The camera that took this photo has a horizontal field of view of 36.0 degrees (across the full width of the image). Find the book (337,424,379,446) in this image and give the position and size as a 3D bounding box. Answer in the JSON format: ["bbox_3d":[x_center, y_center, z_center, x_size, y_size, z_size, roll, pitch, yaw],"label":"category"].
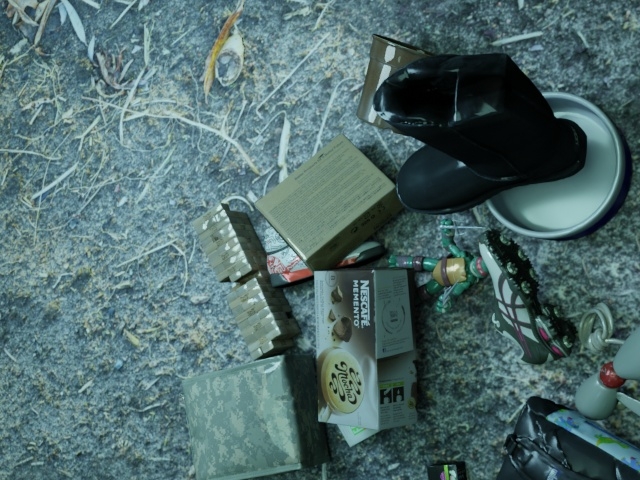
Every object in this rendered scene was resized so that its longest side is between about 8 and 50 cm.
[{"bbox_3d":[0.098,0.342,1.990,0.144,0.035,0.096,-34,74,21],"label":"book"}]

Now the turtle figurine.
[{"bbox_3d":[0.241,0.061,1.884,0.234,0.118,0.175,-18,62,42],"label":"turtle figurine"}]

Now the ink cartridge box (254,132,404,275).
[{"bbox_3d":[0.018,-0.071,1.973,0.234,0.088,0.193,-39,55,-3],"label":"ink cartridge box"}]

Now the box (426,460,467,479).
[{"bbox_3d":[0.245,0.468,1.884,0.062,0.052,0.083,-11,82,27],"label":"box"}]

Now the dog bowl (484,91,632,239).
[{"bbox_3d":[0.428,-0.131,1.801,0.264,0.104,0.265,-3,84,29],"label":"dog bowl"}]

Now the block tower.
[{"bbox_3d":[-0.156,0.085,2.116,0.091,0.097,0.336,-33,73,23],"label":"block tower"}]

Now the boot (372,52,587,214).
[{"bbox_3d":[0.207,-0.160,1.610,0.366,0.445,0.146,-18,77,27],"label":"boot"}]

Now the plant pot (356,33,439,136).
[{"bbox_3d":[0.153,-0.302,1.942,0.167,0.167,0.165,27,106,28],"label":"plant pot"}]

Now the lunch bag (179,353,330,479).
[{"bbox_3d":[-0.148,0.376,2.045,0.286,0.169,0.235,-15,79,23],"label":"lunch bag"}]

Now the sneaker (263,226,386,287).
[{"bbox_3d":[-0.001,0.000,2.037,0.270,0.090,0.145,-17,80,30],"label":"sneaker"}]

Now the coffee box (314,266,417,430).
[{"bbox_3d":[0.087,0.200,1.888,0.168,0.118,0.297,-1,89,47],"label":"coffee box"}]

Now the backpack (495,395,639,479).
[{"bbox_3d":[0.492,0.460,1.654,0.355,0.273,0.290,19,93,51],"label":"backpack"}]

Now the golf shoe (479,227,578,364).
[{"bbox_3d":[0.349,0.110,1.793,0.120,0.105,0.273,-31,92,35],"label":"golf shoe"}]

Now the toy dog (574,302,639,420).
[{"bbox_3d":[0.570,0.203,1.647,0.160,0.334,0.220,13,74,-10],"label":"toy dog"}]
